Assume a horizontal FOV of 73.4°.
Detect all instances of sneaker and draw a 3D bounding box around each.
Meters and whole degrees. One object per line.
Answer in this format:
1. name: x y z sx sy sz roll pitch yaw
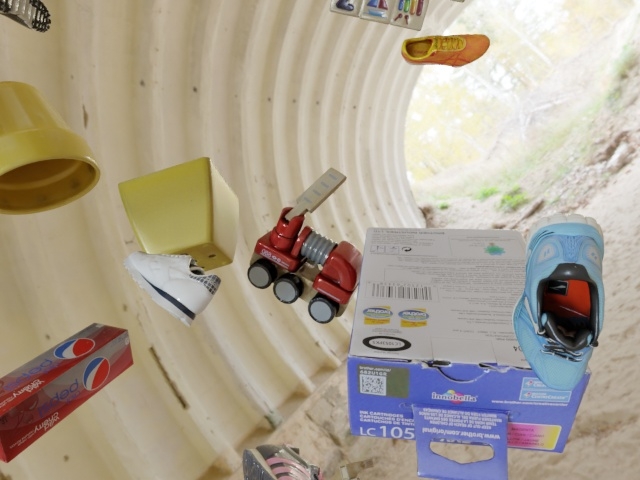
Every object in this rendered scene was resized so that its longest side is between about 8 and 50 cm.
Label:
1. sneaker: -0.031 0.453 0.765 0.131 0.111 0.319 0 7 -30
2. sneaker: -0.772 -0.588 1.062 0.234 0.106 0.078 -91 21 -80
3. sneaker: 0.252 -0.387 0.871 0.175 0.064 0.067 -2 5 16
4. sneaker: 0.178 0.063 0.327 0.073 0.064 0.162 -57 -42 -47
5. sneaker: -0.264 0.064 0.761 0.094 0.235 0.090 -52 -40 -15

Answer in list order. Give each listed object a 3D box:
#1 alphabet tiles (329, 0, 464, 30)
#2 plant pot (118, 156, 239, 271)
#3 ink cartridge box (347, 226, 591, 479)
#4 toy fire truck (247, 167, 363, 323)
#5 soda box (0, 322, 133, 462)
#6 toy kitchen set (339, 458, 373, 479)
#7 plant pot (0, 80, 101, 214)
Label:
1. alphabet tiles: 0.136 -0.550 0.717 0.011 0.286 0.341 -47 -27 -70
2. plant pot: -0.305 -0.032 0.984 0.213 0.187 0.212 -16 -24 3
3. ink cartridge box: 0.182 0.133 0.618 0.395 0.271 0.151 -71 -20 -61
4. toy fire truck: 0.000 0.000 0.855 0.158 0.217 0.246 -43 -22 -60
5. soda box: -0.456 0.246 0.745 0.263 0.092 0.083 -43 -43 -62
6. toy kitchen set: 0.097 0.540 0.962 0.075 0.083 0.068 3 -34 -29
7. plant pot: -0.690 -0.222 1.001 0.254 0.238 0.254 -29 -7 -4
